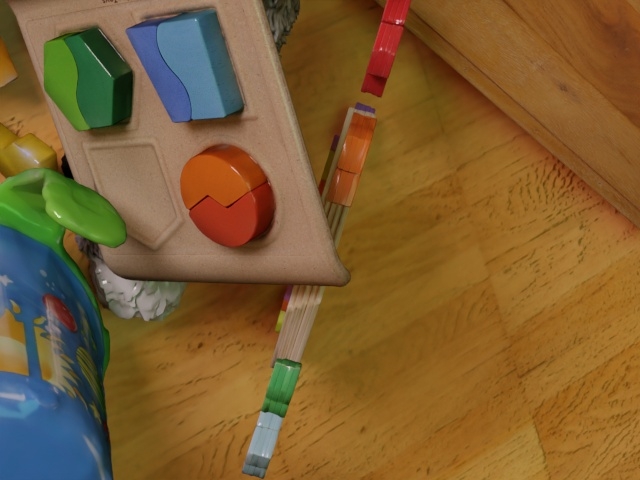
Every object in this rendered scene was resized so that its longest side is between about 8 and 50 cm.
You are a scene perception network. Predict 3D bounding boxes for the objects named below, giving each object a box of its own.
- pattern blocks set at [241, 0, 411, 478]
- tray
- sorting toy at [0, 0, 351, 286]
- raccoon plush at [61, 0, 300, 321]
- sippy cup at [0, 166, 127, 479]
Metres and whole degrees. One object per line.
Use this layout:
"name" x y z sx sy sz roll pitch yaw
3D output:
"pattern blocks set" 0.000 0.000 0.980 0.026 0.285 0.325 17 50 0
"tray" 0.251 -0.169 1.135 0.411 0.076 0.203 35 116 -30
"sorting toy" -0.135 -0.065 0.854 0.041 0.307 0.229 -40 119 -42
"raccoon plush" -0.043 -0.152 0.895 0.216 0.299 0.447 -14 104 -28
"sippy cup" -0.233 0.117 0.835 0.240 0.224 0.306 -10 114 -18
